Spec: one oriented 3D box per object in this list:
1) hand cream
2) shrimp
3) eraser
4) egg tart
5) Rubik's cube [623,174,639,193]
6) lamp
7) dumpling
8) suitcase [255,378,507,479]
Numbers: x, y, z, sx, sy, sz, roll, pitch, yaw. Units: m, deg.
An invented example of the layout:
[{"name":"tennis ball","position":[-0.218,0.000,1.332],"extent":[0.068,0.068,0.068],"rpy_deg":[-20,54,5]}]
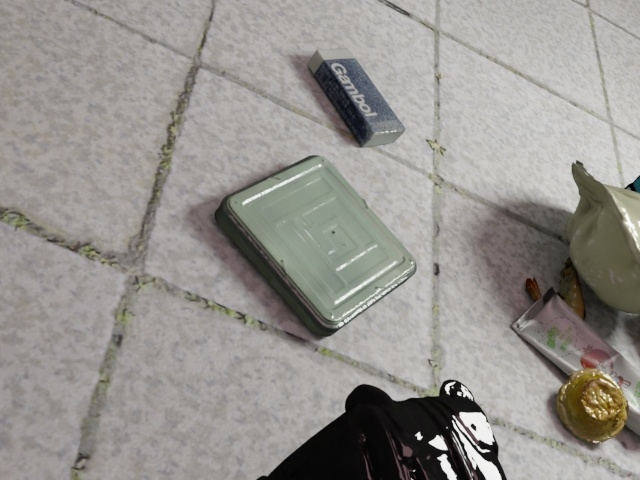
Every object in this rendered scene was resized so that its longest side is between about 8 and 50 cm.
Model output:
[{"name":"hand cream","position":[0.489,0.227,1.689],"extent":[0.336,0.076,0.121],"rpy_deg":[43,57,9]},{"name":"shrimp","position":[0.433,0.086,1.800],"extent":[0.124,0.034,0.178],"rpy_deg":[20,47,-11]},{"name":"eraser","position":[0.066,-0.270,1.832],"extent":[0.091,0.046,0.213],"rpy_deg":[-12,62,-42]},{"name":"egg tart","position":[0.456,0.271,1.607],"extent":[0.128,0.049,0.129],"rpy_deg":[4,69,-11]},{"name":"Rubik's cube","position":[0.734,-0.040,2.025],"extent":[0.180,0.167,0.183],"rpy_deg":[10,48,-28]},{"name":"lamp","position":[0.000,0.000,1.544],"extent":[0.266,0.047,0.269],"rpy_deg":[49,42,9]},{"name":"dumpling","position":[0.565,-0.025,1.805],"extent":[0.316,0.233,0.395],"rpy_deg":[57,11,-20]},{"name":"suitcase","position":[0.068,0.363,1.049],"extent":[0.188,0.345,0.339],"rpy_deg":[6,51,-39]}]
